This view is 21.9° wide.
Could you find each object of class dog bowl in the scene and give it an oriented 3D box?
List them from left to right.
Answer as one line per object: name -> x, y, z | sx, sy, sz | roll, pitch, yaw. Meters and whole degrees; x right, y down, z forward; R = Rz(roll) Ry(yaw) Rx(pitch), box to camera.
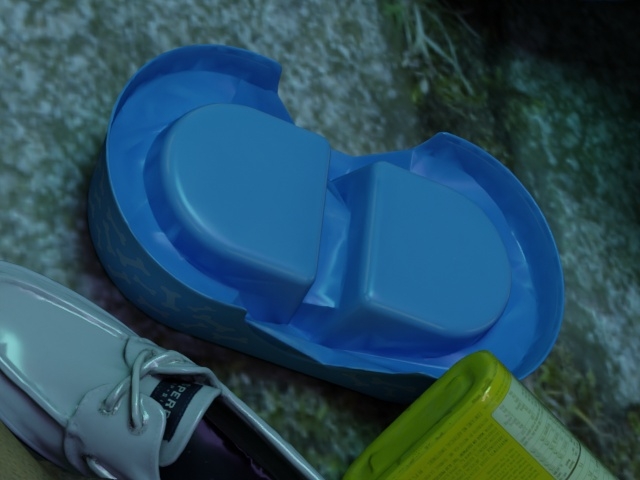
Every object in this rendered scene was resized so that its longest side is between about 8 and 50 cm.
dog bowl -> 0.000, 0.000, 0.963 | 0.297, 0.074, 0.166 | 21, 56, -22

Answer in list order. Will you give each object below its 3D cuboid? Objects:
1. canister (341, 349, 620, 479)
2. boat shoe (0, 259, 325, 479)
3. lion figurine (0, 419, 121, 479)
canister -> 0.108, 0.157, 0.905 | 0.170, 0.126, 0.073 | 45, 6, -14
boat shoe -> -0.086, 0.097, 0.847 | 0.267, 0.088, 0.096 | 44, 51, -5
lion figurine -> -0.179, 0.118, 0.738 | 0.240, 0.142, 0.392 | -38, 93, -30
